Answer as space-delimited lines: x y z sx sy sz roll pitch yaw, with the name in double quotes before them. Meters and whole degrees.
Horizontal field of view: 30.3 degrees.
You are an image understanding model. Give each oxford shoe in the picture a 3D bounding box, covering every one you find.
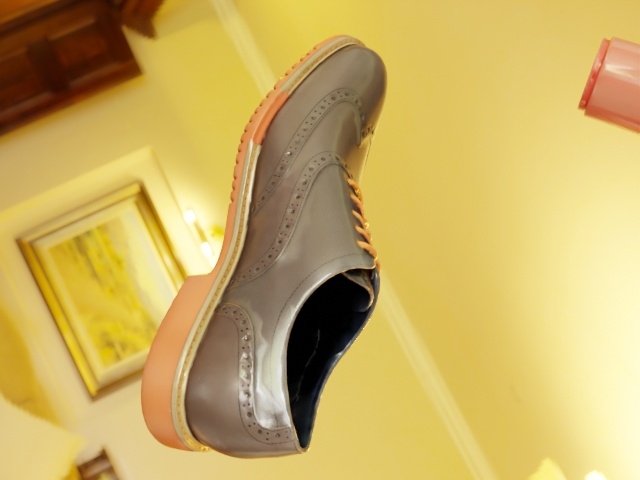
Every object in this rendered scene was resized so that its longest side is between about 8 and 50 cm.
"oxford shoe" 0.000 0.000 0.664 0.098 0.271 0.097 6 -27 30

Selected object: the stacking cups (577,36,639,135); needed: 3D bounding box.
"stacking cups" 0.348 -0.067 0.871 0.316 0.096 0.096 18 -25 12
